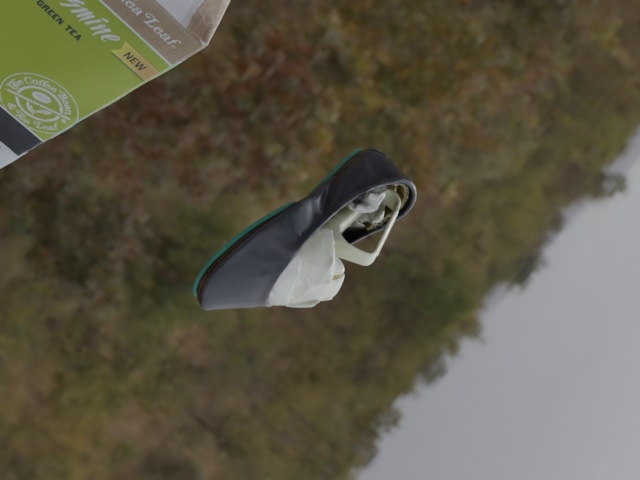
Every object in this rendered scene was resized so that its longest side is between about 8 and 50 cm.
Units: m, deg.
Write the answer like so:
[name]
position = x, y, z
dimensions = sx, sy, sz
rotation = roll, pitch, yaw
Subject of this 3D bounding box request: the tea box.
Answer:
[tea box]
position = -0.219, -0.276, 1.423
dimensions = 0.324, 0.220, 0.329
rotation = -25, -147, 41

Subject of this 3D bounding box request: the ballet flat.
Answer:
[ballet flat]
position = 0.000, 0.000, 1.147
dimensions = 0.203, 0.074, 0.074
rotation = -38, 169, -43
